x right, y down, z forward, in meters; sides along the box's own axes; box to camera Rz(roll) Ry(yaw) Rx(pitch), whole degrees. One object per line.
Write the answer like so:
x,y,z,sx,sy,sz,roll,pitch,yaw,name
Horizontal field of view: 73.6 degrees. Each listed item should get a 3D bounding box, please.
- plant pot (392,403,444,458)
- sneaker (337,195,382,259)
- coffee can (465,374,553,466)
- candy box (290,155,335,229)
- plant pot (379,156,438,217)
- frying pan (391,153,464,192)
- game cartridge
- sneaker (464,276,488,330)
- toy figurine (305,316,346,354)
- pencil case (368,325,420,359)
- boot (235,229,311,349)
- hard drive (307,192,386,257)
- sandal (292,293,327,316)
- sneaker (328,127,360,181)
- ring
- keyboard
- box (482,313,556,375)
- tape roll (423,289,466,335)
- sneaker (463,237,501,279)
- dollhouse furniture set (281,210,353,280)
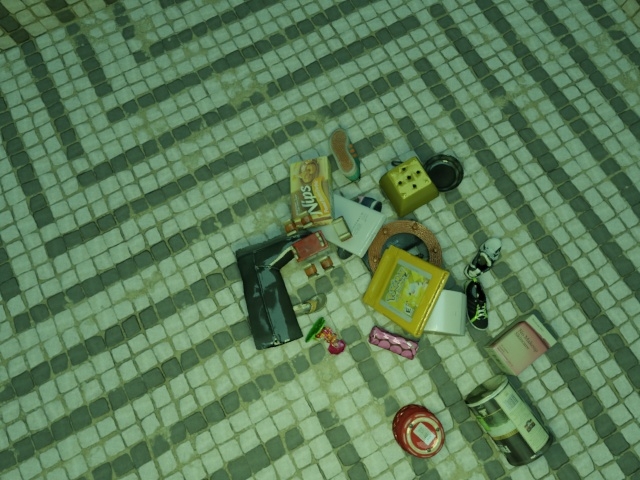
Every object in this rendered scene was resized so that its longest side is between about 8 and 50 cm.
0.391,0.766,1.710,0.191,0.174,0.191,0,77,2,plant pot
0.152,-0.062,1.965,0.131,0.112,0.319,29,79,31,sneaker
0.746,0.710,1.707,0.201,0.201,0.275,-34,78,-8,coffee can
-0.038,-0.217,1.949,0.182,0.087,0.317,-10,66,15,candy box
0.400,-0.258,1.934,0.212,0.187,0.212,-30,78,6,plant pot
0.513,-0.307,2.038,0.326,0.053,0.197,-9,75,9,frying pan
0.338,0.195,1.760,0.323,0.052,0.285,29,97,48,game cartridge
0.680,0.279,1.861,0.084,0.097,0.235,-13,84,-3,sneaker
0.042,0.418,1.814,0.159,0.173,0.130,36,61,-5,toy figurine
0.312,0.433,1.829,0.209,0.098,0.095,18,77,5,pencil case
-0.157,0.213,1.844,0.366,0.146,0.445,-19,69,8,boot
0.109,-0.076,1.902,0.318,0.040,0.210,27,82,36,hard drive
-0.054,0.290,1.888,0.180,0.049,0.072,-19,76,-4,sandal
0.120,-0.401,2.043,0.108,0.121,0.302,-22,57,16,sneaker
0.383,0.066,1.924,0.336,0.032,0.337,0,75,1,ring
0.349,0.052,1.959,0.317,0.033,0.202,-29,77,-6,keyboard
0.839,0.442,1.812,0.232,0.127,0.149,-36,78,-8,box
0.480,0.303,1.787,0.246,0.246,0.169,7,77,2,tape roll
0.739,0.070,1.890,0.235,0.153,0.094,-40,81,-9,sneaker
0.000,0.000,1.787,0.259,0.135,0.262,-26,86,6,dollhouse furniture set
